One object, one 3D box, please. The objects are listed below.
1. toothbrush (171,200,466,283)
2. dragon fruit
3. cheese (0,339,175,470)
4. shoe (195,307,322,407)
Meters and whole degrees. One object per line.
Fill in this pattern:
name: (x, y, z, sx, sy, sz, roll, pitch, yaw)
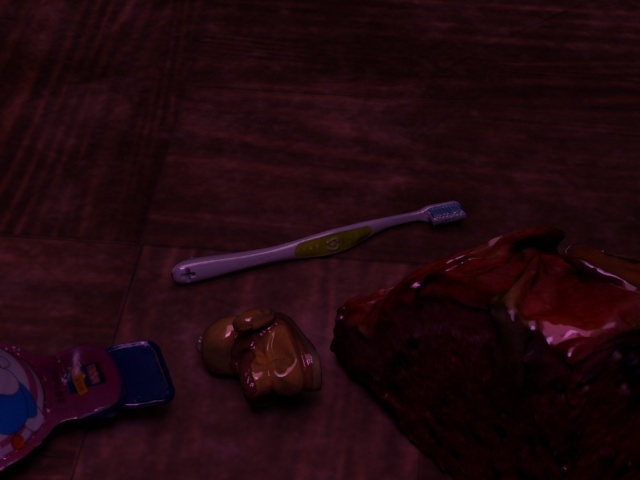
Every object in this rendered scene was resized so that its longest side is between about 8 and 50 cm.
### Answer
toothbrush: (0.000, 0.000, 1.349, 0.263, 0.022, 0.026, -12, 28, -16)
dragon fruit: (0.129, 0.100, 1.127, 0.330, 0.302, 0.240, 11, 69, 37)
cheese: (-0.230, 0.115, 1.168, 0.244, 0.062, 0.155, -10, 38, -14)
shoe: (-0.046, 0.084, 1.201, 0.069, 0.072, 0.109, -14, 40, -26)
